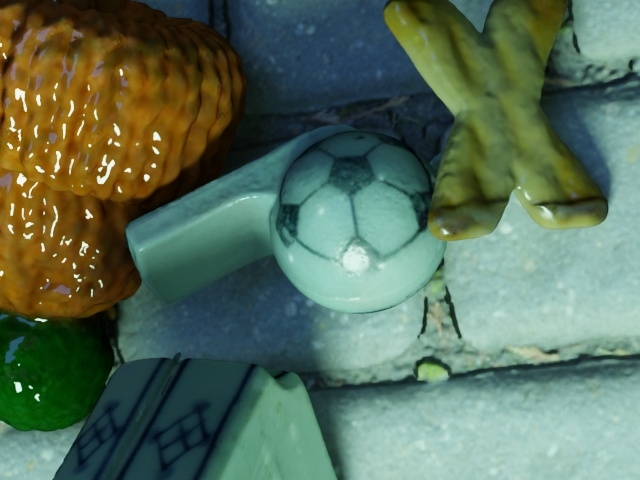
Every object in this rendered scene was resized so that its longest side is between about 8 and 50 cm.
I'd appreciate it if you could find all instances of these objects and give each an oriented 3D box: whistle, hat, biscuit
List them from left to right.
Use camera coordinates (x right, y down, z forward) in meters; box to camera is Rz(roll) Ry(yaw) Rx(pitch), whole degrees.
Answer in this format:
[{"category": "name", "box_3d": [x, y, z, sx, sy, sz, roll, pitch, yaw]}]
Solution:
[{"category": "hat", "box_3d": [-0.252, -0.043, 1.736, 0.285, 0.285, 0.400, 36, 111, 26]}, {"category": "whistle", "box_3d": [0.000, 0.000, 1.626, 0.290, 0.163, 0.163, -28, 70, -4]}, {"category": "biscuit", "box_3d": [0.140, -0.104, 1.599, 0.047, 0.164, 0.208, 144, 118, -63]}]

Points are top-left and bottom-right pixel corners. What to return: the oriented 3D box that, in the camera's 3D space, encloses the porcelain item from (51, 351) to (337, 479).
[{"category": "porcelain item", "box_3d": [-0.100, 0.253, 1.561, 0.157, 0.286, 0.281, 0, 39, 24]}]
